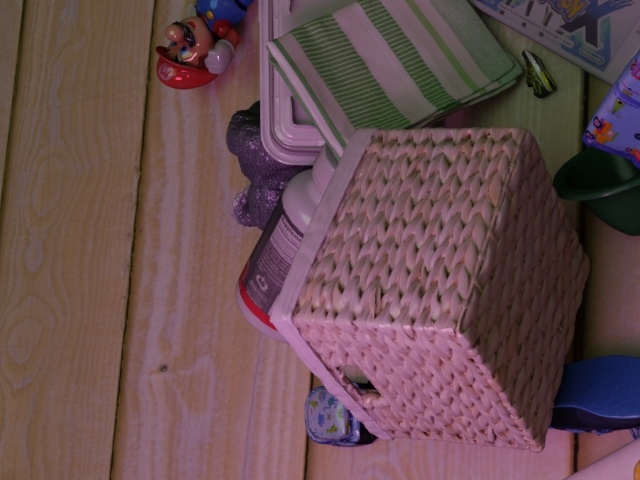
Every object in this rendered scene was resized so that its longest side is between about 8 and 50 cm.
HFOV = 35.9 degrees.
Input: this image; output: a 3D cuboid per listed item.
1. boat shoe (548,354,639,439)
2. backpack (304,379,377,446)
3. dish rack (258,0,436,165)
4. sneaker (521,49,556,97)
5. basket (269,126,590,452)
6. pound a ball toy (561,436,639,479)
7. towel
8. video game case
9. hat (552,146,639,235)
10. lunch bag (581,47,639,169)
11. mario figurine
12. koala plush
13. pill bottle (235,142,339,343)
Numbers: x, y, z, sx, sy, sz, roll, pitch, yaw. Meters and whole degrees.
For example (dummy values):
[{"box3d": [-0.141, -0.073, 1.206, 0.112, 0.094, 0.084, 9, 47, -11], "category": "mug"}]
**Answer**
[{"box3d": [0.369, 0.206, 1.307, 0.258, 0.089, 0.109, -3, 53, 49], "category": "boat shoe"}, {"box3d": [0.025, 0.278, 1.582, 0.114, 0.084, 0.105, -14, 70, 40], "category": "backpack"}, {"box3d": [0.047, -0.286, 1.569, 0.072, 0.286, 0.332, 120, 149, -77], "category": "dish rack"}, {"box3d": [0.317, -0.249, 1.474, 0.035, 0.031, 0.083, -39, 59, 28], "category": "sneaker"}, {"box3d": [0.164, 0.062, 1.299, 0.267, 0.328, 0.331, 0, 53, 34], "category": "basket"}, {"box3d": [0.450, 0.310, 1.156, 0.319, 0.136, 0.208, -39, 46, 29], "category": "pound a ball toy"}, {"box3d": [0.110, -0.271, 1.486, 0.325, 0.038, 0.247, -28, 72, -16], "category": "towel"}, {"box3d": [0.404, -0.412, 1.431, 0.329, 0.036, 0.300, 42, 108, 37], "category": "video game case"}, {"box3d": [0.428, -0.025, 1.328, 0.173, 0.208, 0.183, -23, 110, 13], "category": "hat"}, {"box3d": [0.465, -0.240, 1.177, 0.138, 0.221, 0.293, 33, 67, 7], "category": "lunch bag"}, {"box3d": [-0.213, -0.431, 1.861, 0.320, 0.170, 0.198, -55, 18, 8], "category": "mario figurine"}, {"box3d": [-0.074, -0.106, 1.687, 0.196, 0.203, 0.221, 18, 116, 25], "category": "koala plush"}, {"box3d": [0.000, 0.000, 1.548, 0.176, 0.176, 0.318, 56, 133, 32], "category": "pill bottle"}]
